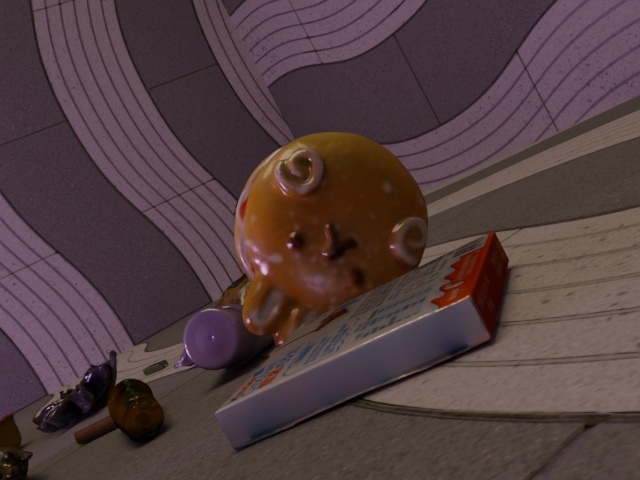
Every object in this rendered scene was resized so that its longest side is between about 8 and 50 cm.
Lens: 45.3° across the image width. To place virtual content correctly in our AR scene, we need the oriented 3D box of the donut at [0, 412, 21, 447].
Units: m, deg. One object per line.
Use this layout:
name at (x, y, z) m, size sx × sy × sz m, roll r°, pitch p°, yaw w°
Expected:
donut at (-0.725, 0.453, 1.638) m, size 0.190 × 0.074 × 0.174 m, roll -33°, pitch 4°, yaw -6°

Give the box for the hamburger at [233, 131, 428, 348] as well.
hamburger at (0.000, 0.000, 1.046) m, size 0.302 × 0.261 × 0.186 m, roll -46°, pitch 8°, yaw -4°

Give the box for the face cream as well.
face cream at (-0.122, 0.150, 1.221) m, size 0.154 × 0.096 × 0.274 m, roll -30°, pitch -11°, yaw 12°

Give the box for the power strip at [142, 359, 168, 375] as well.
power strip at (-0.382, 0.294, 1.766) m, size 0.083 × 0.017 × 0.027 m, roll -24°, pitch 3°, yaw 41°

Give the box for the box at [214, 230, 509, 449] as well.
box at (0.057, 0.090, 0.772) m, size 0.265 × 0.048 × 0.273 m, roll -27°, pitch 4°, yaw 21°

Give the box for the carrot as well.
carrot at (-0.260, 0.236, 1.078) m, size 0.070 × 0.070 × 0.260 m, roll -29°, pitch 4°, yaw -19°

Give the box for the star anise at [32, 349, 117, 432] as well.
star anise at (-0.498, 0.326, 1.616) m, size 0.262 × 0.081 × 0.230 m, roll -39°, pitch -1°, yaw 17°

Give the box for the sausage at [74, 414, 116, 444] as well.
sausage at (-0.344, 0.294, 1.224) m, size 0.116 × 0.026 × 0.026 m, roll -28°, pitch 2°, yaw 13°

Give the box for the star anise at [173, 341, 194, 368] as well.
star anise at (-0.229, 0.206, 1.478) m, size 0.129 × 0.056 × 0.124 m, roll -33°, pitch -22°, yaw -9°

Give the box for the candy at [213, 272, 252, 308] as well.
candy at (-0.169, 0.132, 1.901) m, size 0.143 × 0.101 × 0.271 m, roll -17°, pitch 16°, yaw 47°

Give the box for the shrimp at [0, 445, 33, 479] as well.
shrimp at (-0.495, 0.361, 1.103) m, size 0.168 × 0.077 × 0.317 m, roll -42°, pitch 6°, yaw -34°
